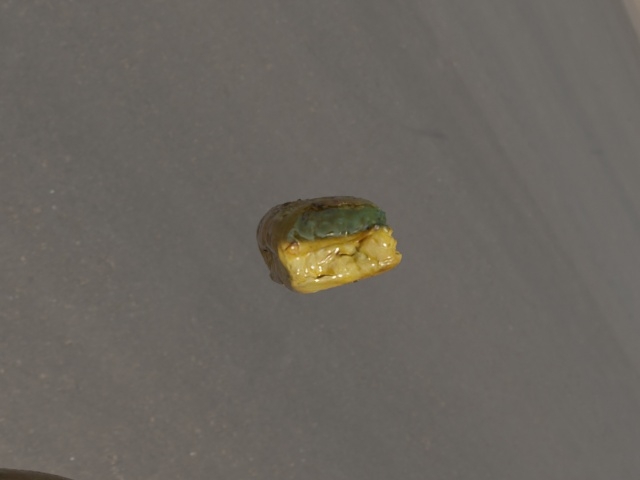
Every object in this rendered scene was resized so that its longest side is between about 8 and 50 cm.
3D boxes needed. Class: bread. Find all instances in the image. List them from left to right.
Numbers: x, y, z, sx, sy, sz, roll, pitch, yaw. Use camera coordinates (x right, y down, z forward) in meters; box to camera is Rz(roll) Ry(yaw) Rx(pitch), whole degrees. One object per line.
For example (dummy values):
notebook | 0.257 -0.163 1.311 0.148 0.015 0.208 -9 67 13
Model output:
bread | 0.000 0.000 0.836 0.211 0.114 0.083 -170 -110 -79

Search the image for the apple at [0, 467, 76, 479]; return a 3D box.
apple | -0.189 0.215 0.457 0.196 0.196 0.195 34 46 -45
